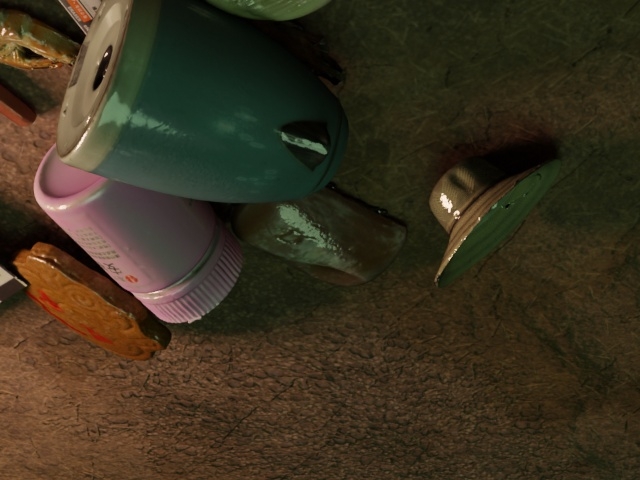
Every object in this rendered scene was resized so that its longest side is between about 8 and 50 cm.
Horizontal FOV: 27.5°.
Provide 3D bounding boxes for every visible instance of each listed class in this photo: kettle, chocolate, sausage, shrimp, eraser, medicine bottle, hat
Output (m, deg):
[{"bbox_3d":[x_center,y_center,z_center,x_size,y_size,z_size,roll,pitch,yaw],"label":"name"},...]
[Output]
[{"bbox_3d":[-0.136,-0.167,1.655,0.342,0.319,0.247,19,94,-24],"label":"kettle"},{"bbox_3d":[-0.001,0.000,1.954,0.261,0.083,0.161,23,135,-23],"label":"chocolate"},{"bbox_3d":[-0.447,-0.204,1.780,0.030,0.035,0.147,-10,142,44],"label":"sausage"},{"bbox_3d":[-0.371,-0.249,1.720,0.180,0.041,0.099,17,137,-17],"label":"shrimp"},{"bbox_3d":[-0.301,-0.310,1.658,0.052,0.029,0.122,-18,134,21],"label":"eraser"},{"bbox_3d":[-0.253,-0.029,1.860,0.178,0.178,0.291,-19,135,22],"label":"medicine bottle"},{"bbox_3d":[0.215,-0.057,1.852,0.110,0.252,0.252,46,136,15],"label":"hat"},{"bbox_3d":[-0.025,-0.285,1.666,0.152,0.046,0.219,-30,127,35],"label":"shrimp"}]

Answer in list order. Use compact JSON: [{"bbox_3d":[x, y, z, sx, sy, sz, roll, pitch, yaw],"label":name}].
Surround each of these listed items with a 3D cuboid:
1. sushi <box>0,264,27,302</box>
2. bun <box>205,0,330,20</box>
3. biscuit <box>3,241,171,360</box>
[{"bbox_3d":[-0.688,0.047,1.987,0.343,0.064,0.359,-27,123,34],"label":"sushi"},{"bbox_3d":[-0.072,-0.364,1.521,0.210,0.116,0.237,-36,100,34],"label":"bun"},{"bbox_3d":[-0.361,0.103,2.023,0.273,0.049,0.257,36,156,-21],"label":"biscuit"}]
